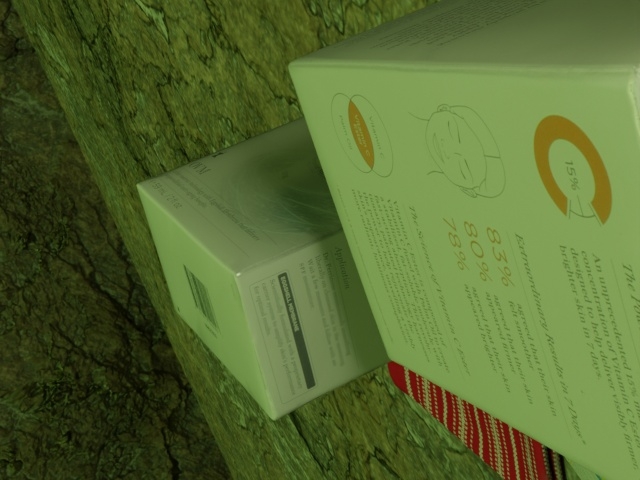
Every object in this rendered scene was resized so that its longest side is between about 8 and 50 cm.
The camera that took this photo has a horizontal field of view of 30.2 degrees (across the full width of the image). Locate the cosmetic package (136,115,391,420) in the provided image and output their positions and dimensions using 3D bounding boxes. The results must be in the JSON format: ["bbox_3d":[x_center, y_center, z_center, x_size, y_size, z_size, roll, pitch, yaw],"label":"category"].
[{"bbox_3d":[0.000,0.000,0.981,0.224,0.224,0.138,36,144,56],"label":"cosmetic package"}]

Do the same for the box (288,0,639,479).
[{"bbox_3d":[0.147,-0.022,0.624,0.345,0.168,0.215,23,135,66],"label":"box"}]

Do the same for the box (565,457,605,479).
[{"bbox_3d":[0.218,0.129,0.833,0.105,0.043,0.179,56,163,26],"label":"box"}]

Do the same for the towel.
[{"bbox_3d":[0.128,0.125,1.106,0.275,0.031,0.199,39,150,53],"label":"towel"}]
